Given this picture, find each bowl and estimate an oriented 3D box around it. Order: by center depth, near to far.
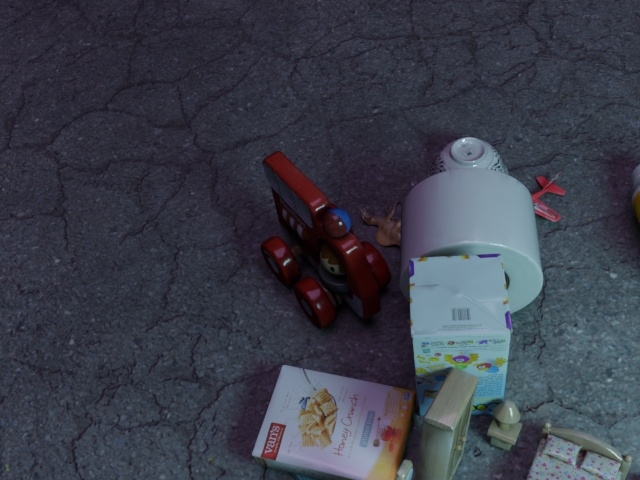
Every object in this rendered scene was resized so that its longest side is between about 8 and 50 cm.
[{"bbox_3d":[0.313,-0.165,1.518,0.170,0.080,0.170,-4,52,6],"label":"bowl"}]

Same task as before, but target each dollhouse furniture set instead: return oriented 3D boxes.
[{"bbox_3d":[0.313,0.344,1.002,0.355,0.174,0.303,18,38,24],"label":"dollhouse furniture set"}]

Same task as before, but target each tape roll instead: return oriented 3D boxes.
[{"bbox_3d":[0.264,0.011,1.284,0.246,0.246,0.169,-1,53,9],"label":"tape roll"}]

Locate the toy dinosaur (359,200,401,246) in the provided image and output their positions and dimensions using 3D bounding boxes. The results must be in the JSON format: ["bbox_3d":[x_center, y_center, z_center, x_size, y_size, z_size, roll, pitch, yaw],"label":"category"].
[{"bbox_3d":[0.158,-0.020,1.461,0.092,0.053,0.183,-43,48,-3],"label":"toy dinosaur"}]

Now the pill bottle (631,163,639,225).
[{"bbox_3d":[0.656,-0.053,1.345,0.117,0.118,0.208,-5,51,6],"label":"pill bottle"}]

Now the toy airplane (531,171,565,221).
[{"bbox_3d":[0.440,-0.092,1.470,0.151,0.028,0.151,-4,53,5],"label":"toy airplane"}]

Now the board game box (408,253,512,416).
[{"bbox_3d":[0.221,0.160,1.154,0.144,0.275,0.142,-3,52,8],"label":"board game box"}]

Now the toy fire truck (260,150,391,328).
[{"bbox_3d":[0.000,0.000,1.332,0.169,0.254,0.302,-32,54,-14],"label":"toy fire truck"}]

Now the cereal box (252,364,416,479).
[{"bbox_3d":[0.025,0.311,1.195,0.240,0.047,0.173,8,54,16],"label":"cereal box"}]

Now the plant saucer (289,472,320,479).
[{"bbox_3d":[0.031,0.340,1.214,0.192,0.018,0.067,-37,55,-19],"label":"plant saucer"}]
